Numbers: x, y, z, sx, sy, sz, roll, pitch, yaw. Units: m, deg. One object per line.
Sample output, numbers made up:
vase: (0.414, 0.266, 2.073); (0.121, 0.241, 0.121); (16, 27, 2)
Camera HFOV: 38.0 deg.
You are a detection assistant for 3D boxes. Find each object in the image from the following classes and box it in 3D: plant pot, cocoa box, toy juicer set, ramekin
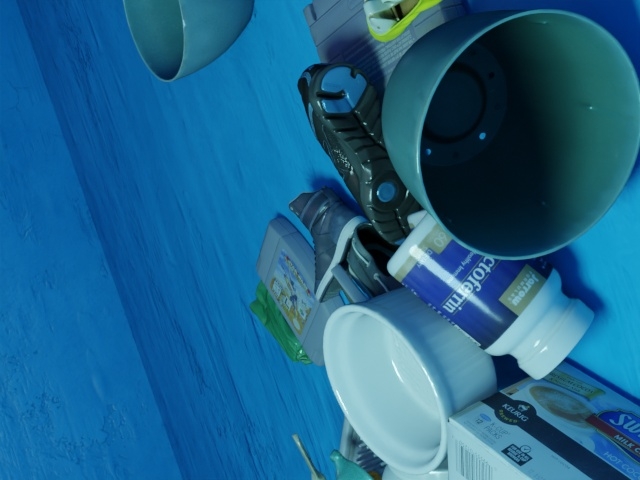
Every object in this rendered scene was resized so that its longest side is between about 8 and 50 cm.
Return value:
plant pot: (0.211, -0.152, 1.167); (0.235, 0.293, 0.293); (-132, 32, -64)
cocoa box: (0.365, 0.363, 1.243); (0.347, 0.228, 0.231); (33, 136, 49)
plant pot: (-0.251, -0.480, 1.858); (0.290, 0.195, 0.290); (38, 137, 45)
toy juicer set: (0.089, 0.518, 1.853); (0.329, 0.089, 0.209); (32, 148, 38)
ramekin: (0.139, 0.203, 1.422); (0.277, 0.135, 0.277); (35, 137, 41)

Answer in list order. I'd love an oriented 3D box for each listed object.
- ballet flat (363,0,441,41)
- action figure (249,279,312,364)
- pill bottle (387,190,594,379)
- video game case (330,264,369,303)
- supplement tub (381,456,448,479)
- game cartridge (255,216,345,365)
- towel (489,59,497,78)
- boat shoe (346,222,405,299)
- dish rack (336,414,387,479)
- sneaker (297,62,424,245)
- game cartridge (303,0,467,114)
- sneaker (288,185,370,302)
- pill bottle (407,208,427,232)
ballet flat: (0.107, -0.340, 1.315); (0.231, 0.077, 0.077); (-20, 90, 62)
action figure: (-0.080, 0.196, 2.114); (0.232, 0.063, 0.137); (55, 146, 35)
pill bottle: (0.237, 0.064, 1.298); (0.264, 0.153, 0.153); (39, 146, 6)
video game case: (0.101, 0.163, 1.671); (0.206, 0.026, 0.227); (60, 177, -22)
supplement tub: (0.228, 0.467, 1.548); (0.235, 0.235, 0.325); (19, 124, 56)
game cartridge: (-0.042, 0.103, 2.003); (0.297, 0.062, 0.198); (56, 153, 26)
towel: (0.218, -0.218, 1.325); (0.029, 0.067, 0.119); (-93, 11, -46)
boat shoe: (0.143, 0.071, 1.585); (0.319, 0.116, 0.099); (43, 146, 50)
dish rack: (0.145, 0.489, 1.886); (0.285, 0.072, 0.333); (46, 143, 37)
sneaker: (0.076, -0.147, 1.525); (0.341, 0.125, 0.139); (62, 167, -24)
game cartridge: (0.102, -0.332, 1.470); (0.355, 0.068, 0.230); (-20, 93, 62)
sneaker: (0.001, -0.001, 1.805); (0.163, 0.086, 0.226); (43, 133, 25)
pill bottle: (0.214, 0.031, 1.434); (0.112, 0.112, 0.187); (-17, 92, 62)
